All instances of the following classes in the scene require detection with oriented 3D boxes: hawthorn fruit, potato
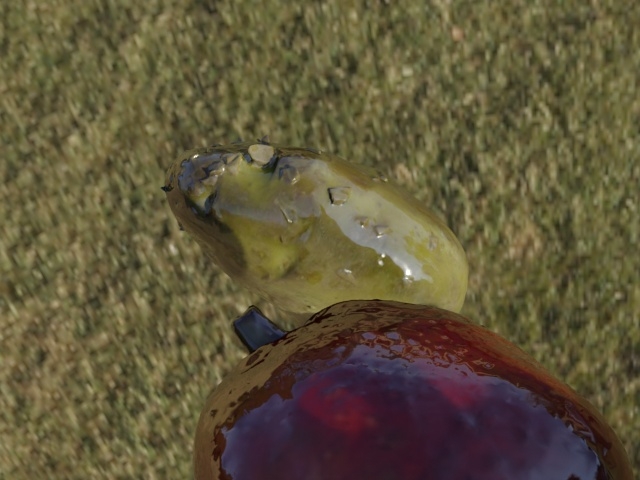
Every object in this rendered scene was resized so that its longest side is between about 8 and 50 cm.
[{"bbox_3d":[0.041,0.163,0.970,0.307,0.265,0.265,44,72,13],"label":"hawthorn fruit"},{"bbox_3d":[0.000,0.000,1.316,0.296,0.192,0.141,29,62,-20],"label":"potato"}]
